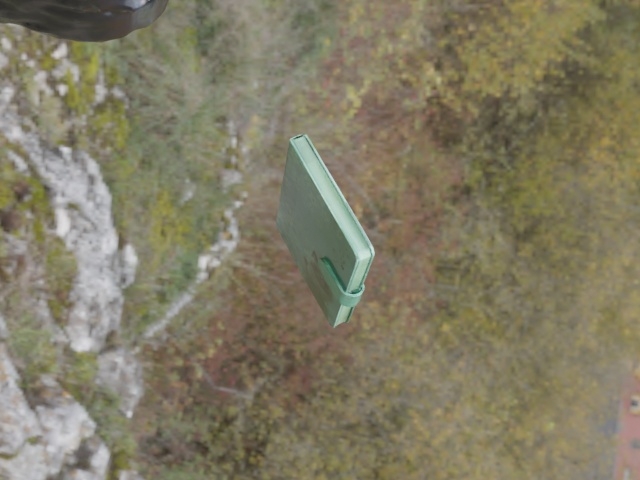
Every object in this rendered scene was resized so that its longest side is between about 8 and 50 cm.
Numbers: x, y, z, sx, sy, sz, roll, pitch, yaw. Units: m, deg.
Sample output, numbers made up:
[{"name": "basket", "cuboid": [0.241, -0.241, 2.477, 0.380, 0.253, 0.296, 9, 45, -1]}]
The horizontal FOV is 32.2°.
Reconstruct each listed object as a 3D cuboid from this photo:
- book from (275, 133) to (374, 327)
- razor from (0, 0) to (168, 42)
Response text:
[{"name": "book", "cuboid": [0.000, 0.000, 0.779, 0.017, 0.103, 0.135, -24, 161, -17]}, {"name": "razor", "cuboid": [-0.166, -0.226, 0.534, 0.327, 0.189, 0.107, 97, 5, -61]}]
